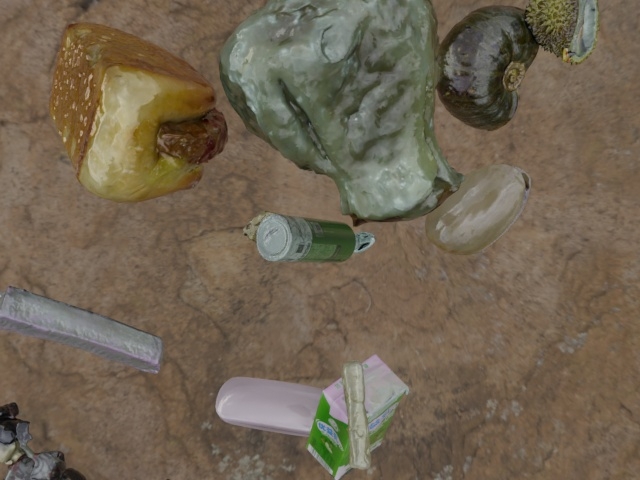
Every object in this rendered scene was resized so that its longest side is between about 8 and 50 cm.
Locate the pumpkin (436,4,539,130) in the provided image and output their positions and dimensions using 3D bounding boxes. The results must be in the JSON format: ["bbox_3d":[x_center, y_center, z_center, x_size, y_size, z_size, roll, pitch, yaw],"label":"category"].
[{"bbox_3d":[0.402,-0.468,1.658,0.232,0.242,0.325,8,107,-28],"label":"pumpkin"}]

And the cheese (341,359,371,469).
[{"bbox_3d":[0.067,0.318,1.157,0.043,0.065,0.194,-2,75,-7],"label":"cheese"}]

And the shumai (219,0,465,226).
[{"bbox_3d":[0.042,-0.132,0.628,0.225,0.260,0.222,-38,68,20],"label":"shumai"}]

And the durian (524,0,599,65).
[{"bbox_3d":[0.569,-0.516,1.510,0.137,0.193,0.238,-3,57,42],"label":"durian"}]

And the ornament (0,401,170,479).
[{"bbox_3d":[-0.299,0.259,0.655,0.166,0.153,0.196,-42,84,8],"label":"ornament"}]

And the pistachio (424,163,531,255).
[{"bbox_3d":[0.280,-0.055,1.126,0.206,0.129,0.131,-44,82,22],"label":"pistachio"}]

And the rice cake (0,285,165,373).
[{"bbox_3d":[-0.255,0.101,0.690,0.036,0.206,0.047,-21,55,36],"label":"rice cake"}]

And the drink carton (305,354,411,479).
[{"bbox_3d":[0.075,0.385,1.353,0.161,0.271,0.108,-28,59,-32],"label":"drink carton"}]

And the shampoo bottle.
[{"bbox_3d":[0.000,0.000,0.873,0.065,0.204,0.065,-2,86,35],"label":"shampoo bottle"}]

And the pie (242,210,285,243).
[{"bbox_3d":[-0.087,-0.006,1.730,0.128,0.282,0.068,-42,57,18],"label":"pie"}]

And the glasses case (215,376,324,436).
[{"bbox_3d":[-0.113,0.399,1.521,0.296,0.075,0.113,4,55,18],"label":"glasses case"}]

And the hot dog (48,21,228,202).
[{"bbox_3d":[-0.266,-0.190,0.952,0.223,0.405,0.185,11,111,-34],"label":"hot dog"}]
